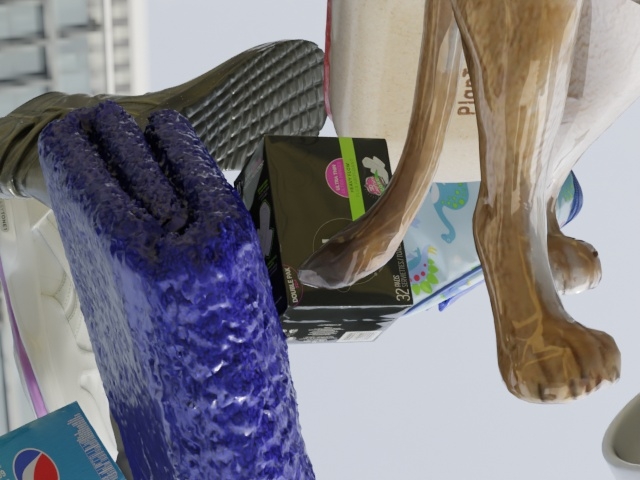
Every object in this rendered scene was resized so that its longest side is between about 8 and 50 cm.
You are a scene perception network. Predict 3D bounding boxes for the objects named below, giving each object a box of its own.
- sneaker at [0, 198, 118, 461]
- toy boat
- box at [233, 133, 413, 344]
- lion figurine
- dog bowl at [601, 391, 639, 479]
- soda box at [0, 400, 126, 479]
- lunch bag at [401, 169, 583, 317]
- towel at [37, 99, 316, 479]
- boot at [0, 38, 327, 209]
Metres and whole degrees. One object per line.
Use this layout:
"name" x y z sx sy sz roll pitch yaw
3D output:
"sneaker" -0.210 0.061 1.461 0.152 0.305 0.114 -14 -176 -14
"toy boat" 0.077 -0.140 0.914 0.151 0.231 0.151 0 -126 -2
"box" 0.000 0.000 0.733 0.062 0.052 0.083 0 -112 -21
"lion figurine" 0.124 -0.080 0.385 0.392 0.240 0.142 3 -164 41
"dog bowl" 0.384 0.168 1.395 0.265 0.104 0.265 -28 -171 5
"soda box" -0.224 0.175 1.028 0.210 0.071 0.067 -22 -103 -54
"lunch bag" 0.102 -0.042 1.379 0.090 0.219 0.176 -27 -95 -52
"towel" -0.036 0.100 0.706 0.076 0.308 0.227 -19 -157 -14
"boot" -0.119 -0.082 1.064 0.161 0.083 0.246 14 -149 36
